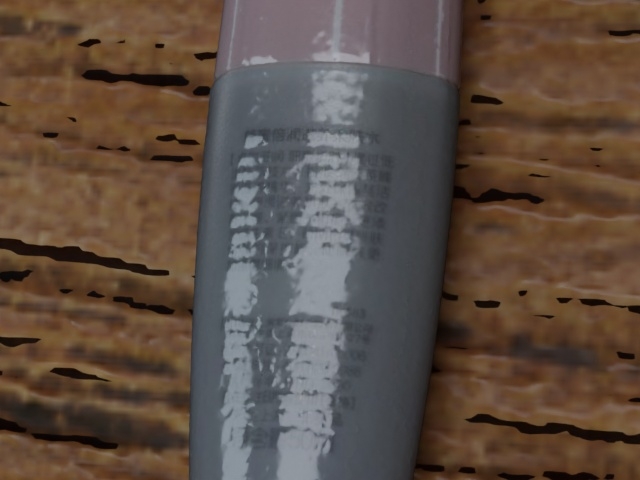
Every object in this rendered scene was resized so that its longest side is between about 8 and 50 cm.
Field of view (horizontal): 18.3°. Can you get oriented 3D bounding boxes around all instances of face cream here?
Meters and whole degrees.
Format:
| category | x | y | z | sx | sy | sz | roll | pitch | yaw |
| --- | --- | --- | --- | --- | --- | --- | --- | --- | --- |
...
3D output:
| category | x | y | z | sx | sy | sz | roll | pitch | yaw |
| --- | --- | --- | --- | --- | --- | --- | --- | --- | --- |
| face cream | 0.000 | 0.000 | 0.645 | 0.084 | 0.057 | 0.198 | 3 | 76 | 14 |
